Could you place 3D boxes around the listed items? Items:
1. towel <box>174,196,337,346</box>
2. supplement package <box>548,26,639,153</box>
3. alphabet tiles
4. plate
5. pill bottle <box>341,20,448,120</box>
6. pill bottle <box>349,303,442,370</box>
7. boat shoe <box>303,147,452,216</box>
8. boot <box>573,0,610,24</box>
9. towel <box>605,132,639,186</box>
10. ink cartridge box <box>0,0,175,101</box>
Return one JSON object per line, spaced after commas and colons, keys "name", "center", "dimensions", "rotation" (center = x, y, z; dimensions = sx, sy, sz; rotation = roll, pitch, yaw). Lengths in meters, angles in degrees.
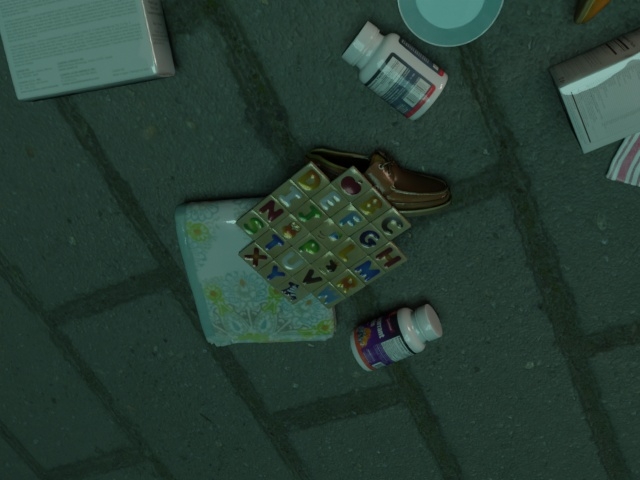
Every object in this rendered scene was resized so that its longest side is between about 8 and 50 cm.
{"name": "towel", "center": [-0.138, 0.075, 1.486], "dimensions": [0.321, 0.090, 0.374], "rotation": [-5, 118, 9]}
{"name": "supplement package", "center": [0.546, -0.276, 1.136], "dimensions": [0.244, 0.133, 0.139], "rotation": [-21, 113, 21]}
{"name": "alphabet tiles", "center": [0.000, 0.000, 1.346], "dimensions": [0.343, 0.011, 0.285], "rotation": [-36, 109, 30]}
{"name": "plate", "center": [0.231, -0.440, 1.162], "dimensions": [0.188, 0.024, 0.188], "rotation": [4, 119, 7]}
{"name": "pill bottle", "center": [0.132, -0.314, 1.202], "dimensions": [0.180, 0.108, 0.108], "rotation": [36, 119, -11]}
{"name": "pill bottle", "center": [0.174, 0.218, 1.498], "dimensions": [0.194, 0.108, 0.108], "rotation": [-27, 112, 22]}
{"name": "boat shoe", "center": [0.112, -0.121, 1.314], "dimensions": [0.308, 0.110, 0.104], "rotation": [5, 120, 6]}
{"name": "boot", "center": [0.573, -0.446, 1.054], "dimensions": [0.211, 0.104, 0.295], "rotation": [26, 116, -5]}
{"name": "towel", "center": [0.668, -0.155, 1.246], "dimensions": [0.197, 0.029, 0.144], "rotation": [15, 120, 1]}
{"name": "ink cartridge box", "center": [-0.469, -0.480, 1.248], "dimensions": [0.309, 0.091, 0.384], "rotation": [-6, 101, 14]}
